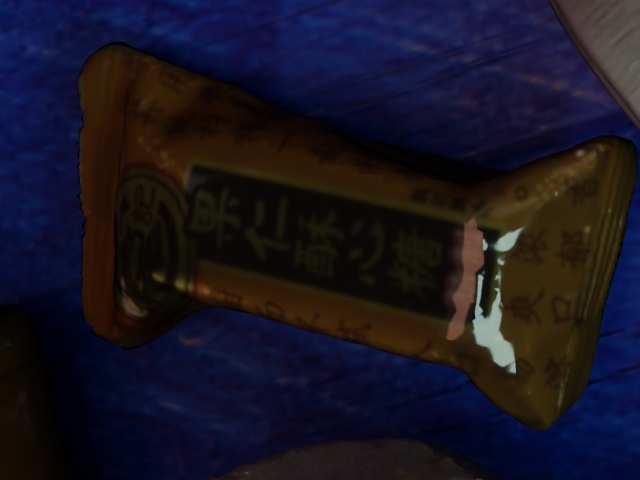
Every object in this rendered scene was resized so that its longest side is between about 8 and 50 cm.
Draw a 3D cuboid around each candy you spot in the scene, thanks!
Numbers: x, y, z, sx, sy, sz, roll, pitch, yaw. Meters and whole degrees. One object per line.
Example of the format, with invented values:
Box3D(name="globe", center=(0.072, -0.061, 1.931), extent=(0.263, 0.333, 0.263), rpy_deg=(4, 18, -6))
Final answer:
Box3D(name="candy", center=(0.000, 0.000, 0.879), extent=(0.271, 0.101, 0.143), rpy_deg=(12, 98, 25))

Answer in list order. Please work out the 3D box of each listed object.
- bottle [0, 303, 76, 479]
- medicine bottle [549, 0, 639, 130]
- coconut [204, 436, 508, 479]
Box3D(name="bottle", center=(-0.176, 0.220, 0.952), extent=(0.172, 0.171, 0.351), rpy_deg=(-12, 96, 24))
Box3D(name="medicine bottle", center=(0.255, -0.139, 0.697), extent=(0.332, 0.190, 0.190), rpy_deg=(-40, 84, 24))
Box3D(name="coconut", center=(0.033, 0.231, 0.802), extent=(0.298, 0.309, 0.297), rpy_deg=(-1, 78, 4))
